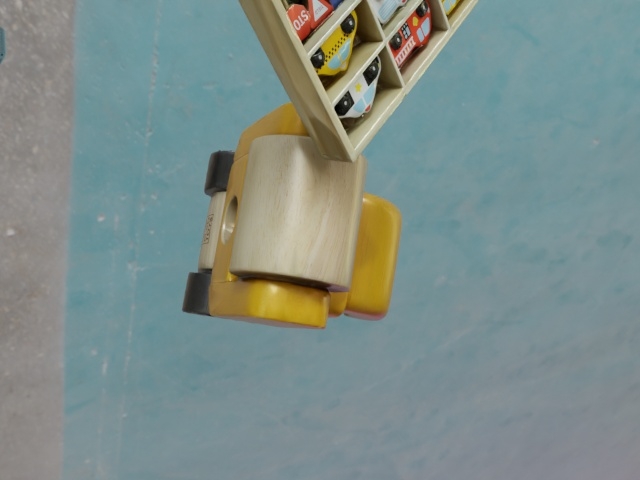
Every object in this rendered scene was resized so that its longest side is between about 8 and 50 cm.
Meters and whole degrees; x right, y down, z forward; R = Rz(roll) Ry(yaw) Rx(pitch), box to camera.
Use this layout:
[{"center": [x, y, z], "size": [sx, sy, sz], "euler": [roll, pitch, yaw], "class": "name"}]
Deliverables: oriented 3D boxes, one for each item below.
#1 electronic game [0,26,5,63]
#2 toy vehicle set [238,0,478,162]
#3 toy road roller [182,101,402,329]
[{"center": [-0.462, -0.172, 0.915], "size": [0.048, 0.229, 0.229], "euler": [40, 101, -20], "class": "electronic game"}, {"center": [0.052, -0.216, 0.635], "size": [0.267, 0.035, 0.166], "euler": [-53, 132, -26], "class": "toy vehicle set"}, {"center": [0.000, 0.000, 0.833], "size": [0.241, 0.329, 0.202], "euler": [12, 81, -20], "class": "toy road roller"}]
